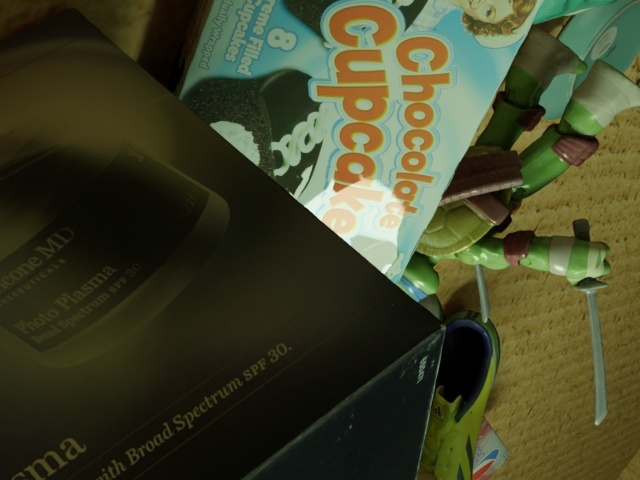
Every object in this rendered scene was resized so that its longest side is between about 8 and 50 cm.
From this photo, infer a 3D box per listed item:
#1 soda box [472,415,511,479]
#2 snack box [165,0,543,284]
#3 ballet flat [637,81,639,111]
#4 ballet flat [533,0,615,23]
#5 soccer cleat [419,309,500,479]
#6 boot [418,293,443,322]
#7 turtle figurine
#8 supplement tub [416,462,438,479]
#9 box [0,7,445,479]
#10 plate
[{"bbox_3d":[0.177,0.263,1.708,0.092,0.083,0.263,-47,156,-3],"label":"soda box"},{"bbox_3d":[-0.005,-0.074,0.826,0.187,0.060,0.322,14,124,-17],"label":"snack box"},{"bbox_3d":[0.406,-0.227,1.389,0.086,0.086,0.248,-27,148,-39],"label":"ballet flat"},{"bbox_3d":[0.202,-0.222,1.072,0.247,0.083,0.087,-19,167,-47],"label":"ballet flat"},{"bbox_3d":[0.137,0.218,1.467,0.121,0.093,0.289,45,57,-75],"label":"soccer cleat"},{"bbox_3d":[0.020,0.097,1.222,0.246,0.083,0.161,-42,149,-18],"label":"boot"},{"bbox_3d":[0.190,-0.033,1.175,0.266,0.274,0.198,-56,-171,7],"label":"turtle figurine"},{"bbox_3d":[0.057,0.341,1.345,0.228,0.316,0.228,-38,153,-23],"label":"supplement tub"},{"bbox_3d":[-0.150,0.078,0.649,0.296,0.294,0.183,-35,150,-28],"label":"box"},{"bbox_3d":[0.284,-0.192,1.293,0.188,0.024,0.188,-37,154,-22],"label":"plate"}]
